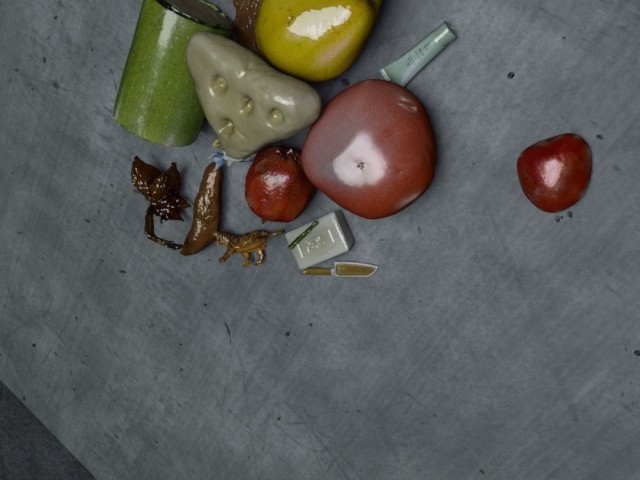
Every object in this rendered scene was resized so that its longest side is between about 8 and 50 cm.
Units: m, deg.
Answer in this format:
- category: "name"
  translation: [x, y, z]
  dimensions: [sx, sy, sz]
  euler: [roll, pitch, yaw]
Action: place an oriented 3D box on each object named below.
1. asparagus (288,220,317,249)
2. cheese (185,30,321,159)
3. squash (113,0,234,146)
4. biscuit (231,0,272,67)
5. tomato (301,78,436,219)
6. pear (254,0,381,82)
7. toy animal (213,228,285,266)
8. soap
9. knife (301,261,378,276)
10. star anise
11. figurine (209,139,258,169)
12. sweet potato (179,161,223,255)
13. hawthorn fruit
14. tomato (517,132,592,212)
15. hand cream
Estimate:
- category: "asparagus"
  translation: [-0.050, -0.016, 1.582]
  dimensions: [0.015, 0.018, 0.127]
  euler: [36, 121, -18]
- category: "cheese"
  translation: [-0.183, -0.388, 1.354]
  dimensions: [0.350, 0.129, 0.329]
  euler: [-13, 112, 48]
- category: "squash"
  translation: [-0.416, -0.490, 1.559]
  dimensions: [0.263, 0.263, 0.385]
  euler: [36, 120, 14]
- category: "biscuit"
  translation: [-0.170, -0.603, 1.537]
  dimensions: [0.215, 0.034, 0.182]
  euler: [50, 119, 9]
- category: "tomato"
  translation: [0.122, -0.224, 1.356]
  dimensions: [0.341, 0.272, 0.342]
  euler: [8, 108, 26]
- category: "pear"
  translation: [-0.007, -0.542, 1.319]
  dimensions: [0.285, 0.285, 0.336]
  euler: [48, 139, 7]
- category: "toy animal"
  translation: [-0.205, 0.003, 1.705]
  dimensions: [0.255, 0.114, 0.117]
  euler: [-15, 64, 25]
- category: "soap"
  translation: [0.000, 0.000, 1.605]
  dimensions: [0.183, 0.063, 0.122]
  euler: [-24, 90, 30]
- category: "knife"
  translation: [0.052, 0.085, 1.626]
  dimensions: [0.255, 0.022, 0.046]
  euler: [-1, 100, 27]
- category: "star anise"
  translation: [-0.509, -0.120, 1.771]
  dimensions: [0.237, 0.148, 0.347]
  euler: [-39, 64, 44]
- category: "figurine"
  translation: [-0.249, -0.301, 1.598]
  dimensions: [0.183, 0.128, 0.208]
  euler: [42, 79, 11]
- category: "sweet potato"
  translation: [-0.363, -0.077, 1.752]
  dimensions: [0.106, 0.095, 0.355]
  euler: [33, 115, 19]
- category: "hawthorn fruit"
  translation: [-0.118, -0.141, 1.552]
  dimensions: [0.205, 0.205, 0.254]
  euler: [31, 126, 16]
- category: "tomato"
  translation: [0.544, -0.150, 1.271]
  dimensions: [0.166, 0.082, 0.174]
  euler: [-17, 94, 29]
- category: "hand cream"
  translation: [0.243, -0.455, 1.360]
  dimensions: [0.204, 0.050, 0.078]
  euler: [-35, 92, 35]
